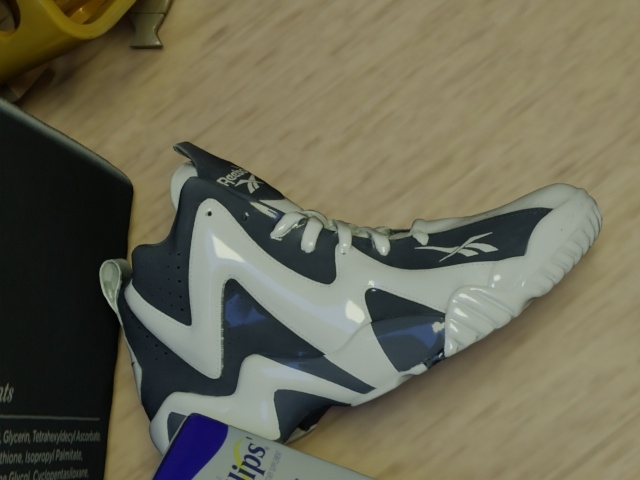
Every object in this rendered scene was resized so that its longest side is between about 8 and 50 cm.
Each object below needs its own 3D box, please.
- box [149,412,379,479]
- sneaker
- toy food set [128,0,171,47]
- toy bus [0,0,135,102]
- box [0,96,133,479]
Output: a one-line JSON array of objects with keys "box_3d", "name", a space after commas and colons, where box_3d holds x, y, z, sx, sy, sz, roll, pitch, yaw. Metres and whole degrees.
[{"box_3d": [-0.017, 0.159, 0.531, 0.137, 0.072, 0.126, 20, 123, 2], "name": "box"}, {"box_3d": [0.000, 0.000, 0.580, 0.235, 0.094, 0.153, -32, 85, 14], "name": "sneaker"}, {"box_3d": [-0.109, -0.167, 0.667, 0.077, 0.019, 0.122, 10, 91, 12], "name": "toy food set"}, {"box_3d": [-0.178, -0.121, 0.625, 0.191, 0.202, 0.104, -37, 114, 1], "name": "toy bus"}, {"box_3d": [-0.272, 0.136, 0.549, 0.293, 0.212, 0.396, 4, 83, 11], "name": "box"}]
